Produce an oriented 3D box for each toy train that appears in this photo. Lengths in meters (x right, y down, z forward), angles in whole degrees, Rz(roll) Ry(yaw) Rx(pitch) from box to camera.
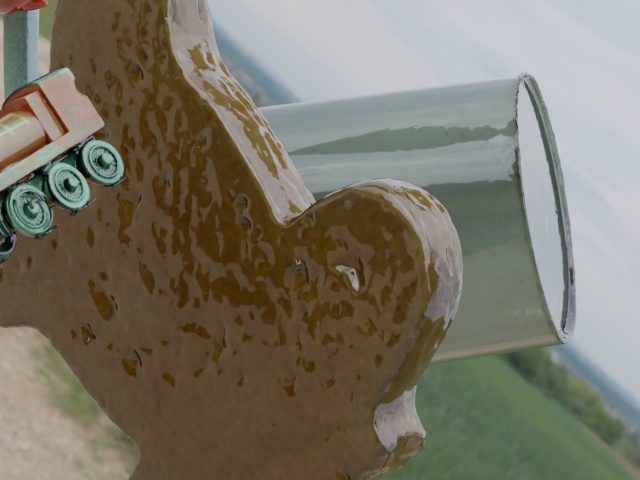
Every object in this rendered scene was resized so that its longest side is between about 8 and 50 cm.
[{"bbox_3d":[-0.138,-0.035,0.612,0.064,0.044,0.103,58,38,-10],"label":"toy train"}]

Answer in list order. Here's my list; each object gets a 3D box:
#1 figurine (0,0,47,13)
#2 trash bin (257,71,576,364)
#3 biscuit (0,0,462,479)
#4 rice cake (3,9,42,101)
[{"bbox_3d":[-0.273,-0.294,1.140,0.181,0.257,0.208,-30,-97,57],"label":"figurine"},{"bbox_3d":[0.000,0.000,1.218,0.280,0.431,0.281,-8,90,-72],"label":"trash bin"},{"bbox_3d":[-0.088,0.035,0.879,0.076,0.368,0.394,-8,47,-47],"label":"biscuit"},{"bbox_3d":[-0.275,-0.170,1.218,0.030,0.180,0.042,4,11,11],"label":"rice cake"}]
